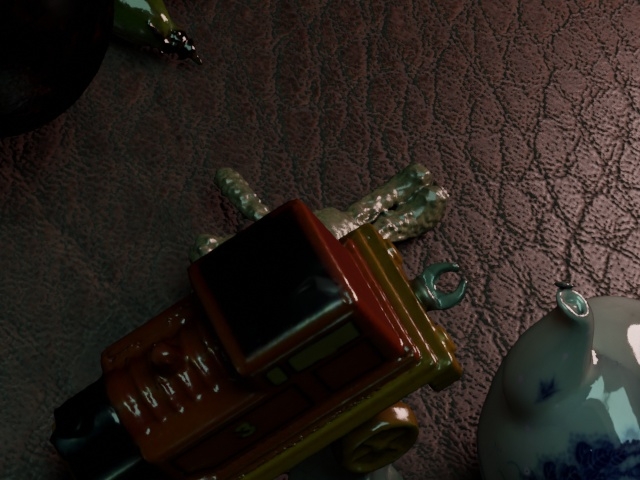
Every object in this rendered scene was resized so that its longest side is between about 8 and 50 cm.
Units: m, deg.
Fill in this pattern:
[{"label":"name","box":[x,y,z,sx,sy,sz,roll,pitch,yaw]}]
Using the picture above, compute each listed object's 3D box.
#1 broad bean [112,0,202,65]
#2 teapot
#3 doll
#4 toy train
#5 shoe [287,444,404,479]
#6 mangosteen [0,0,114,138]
[{"label":"broad bean","box":[-0.254,-0.272,1.742,0.339,0.061,0.077,29,65,-1]},{"label":"teapot","box":[0.287,0.160,1.529,0.424,0.280,0.252,36,39,-36]},{"label":"doll","box":[0.006,0.016,1.658,0.286,0.091,0.202,2,70,-32]},{"label":"toy train","box":[-0.053,0.109,1.420,0.369,0.231,0.163,-33,56,4]},{"label":"shoe","box":[0.028,0.243,1.518,0.100,0.103,0.251,32,54,-57]},{"label":"mangosteen","box":[-0.334,-0.217,1.563,0.297,0.313,0.297,43,34,-38]}]
